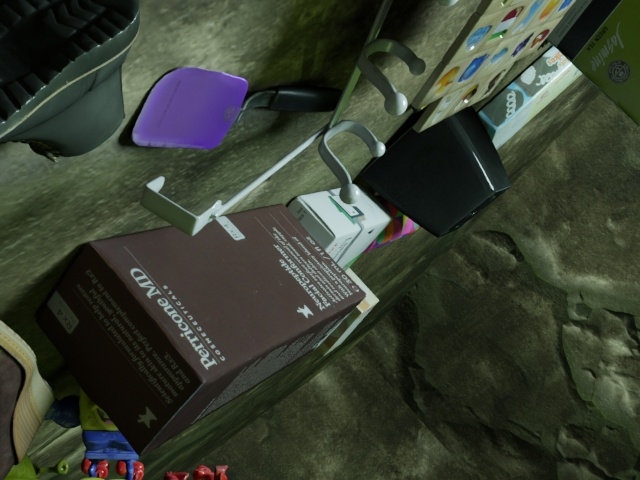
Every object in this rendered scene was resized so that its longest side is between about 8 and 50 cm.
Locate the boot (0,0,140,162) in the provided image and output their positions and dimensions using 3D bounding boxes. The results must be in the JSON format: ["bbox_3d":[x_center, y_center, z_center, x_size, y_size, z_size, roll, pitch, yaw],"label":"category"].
[{"bbox_3d":[-0.195,-0.068,0.435,0.198,0.077,0.137,-34,170,-25],"label":"boot"}]

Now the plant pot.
[{"bbox_3d":[0.216,-0.112,1.216,0.187,0.167,0.188,-41,170,26],"label":"plant pot"}]

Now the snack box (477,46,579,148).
[{"bbox_3d":[0.465,-0.327,1.521,0.322,0.060,0.187,-41,167,-3],"label":"snack box"}]

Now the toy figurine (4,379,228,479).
[{"bbox_3d":[-0.299,0.223,0.949,0.362,0.217,0.191,5,174,-7],"label":"toy figurine"}]

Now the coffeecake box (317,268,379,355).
[{"bbox_3d":[0.020,0.143,1.558,0.068,0.142,0.185,-29,161,-45],"label":"coffeecake box"}]

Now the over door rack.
[{"bbox_3d":[0.012,-0.137,0.631,0.324,0.108,0.239,-29,152,-49],"label":"over door rack"}]

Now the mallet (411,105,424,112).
[{"bbox_3d":[0.222,-0.260,1.102,0.189,0.039,0.062,-33,166,-18],"label":"mallet"}]

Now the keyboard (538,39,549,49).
[{"bbox_3d":[0.466,-0.423,1.304,0.180,0.023,0.108,-41,167,-1],"label":"keyboard"}]

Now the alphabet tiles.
[{"bbox_3d":[0.224,-0.251,0.711,0.285,0.011,0.342,-32,164,-43],"label":"alphabet tiles"}]

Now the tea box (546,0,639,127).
[{"bbox_3d":[0.554,-0.369,1.042,0.220,0.323,0.329,-24,159,-39],"label":"tea box"}]

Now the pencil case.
[{"bbox_3d":[0.115,-0.044,1.349,0.104,0.104,0.236,-49,167,29],"label":"pencil case"}]

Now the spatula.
[{"bbox_3d":[-0.057,-0.135,0.697,0.296,0.030,0.084,-23,152,-55],"label":"spatula"}]

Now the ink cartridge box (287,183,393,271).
[{"bbox_3d":[0.000,0.000,1.154,0.160,0.092,0.219,-49,166,27],"label":"ink cartridge box"}]

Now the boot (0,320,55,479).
[{"bbox_3d":[-0.324,0.160,0.567,0.207,0.090,0.248,-53,157,-30],"label":"boot"}]

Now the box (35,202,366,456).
[{"bbox_3d":[-0.119,0.080,0.862,0.143,0.191,0.381,-49,166,27],"label":"box"}]
